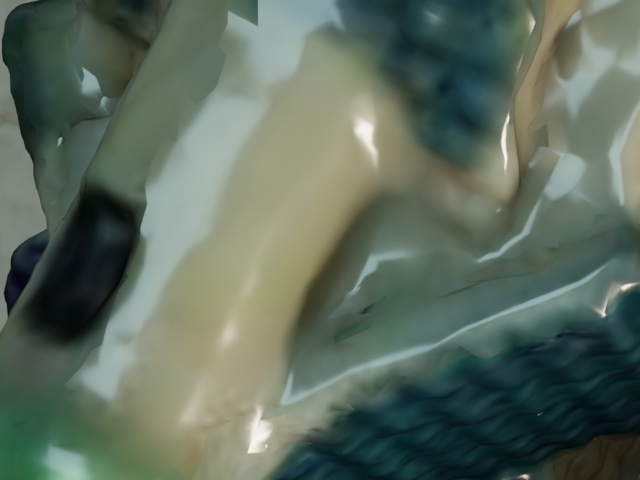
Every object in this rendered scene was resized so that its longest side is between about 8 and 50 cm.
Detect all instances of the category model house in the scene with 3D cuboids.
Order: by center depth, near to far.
[{"bbox_3d":[0.002,0.001,0.499,0.243,0.298,0.284,20,82,24],"label":"model house"}]
